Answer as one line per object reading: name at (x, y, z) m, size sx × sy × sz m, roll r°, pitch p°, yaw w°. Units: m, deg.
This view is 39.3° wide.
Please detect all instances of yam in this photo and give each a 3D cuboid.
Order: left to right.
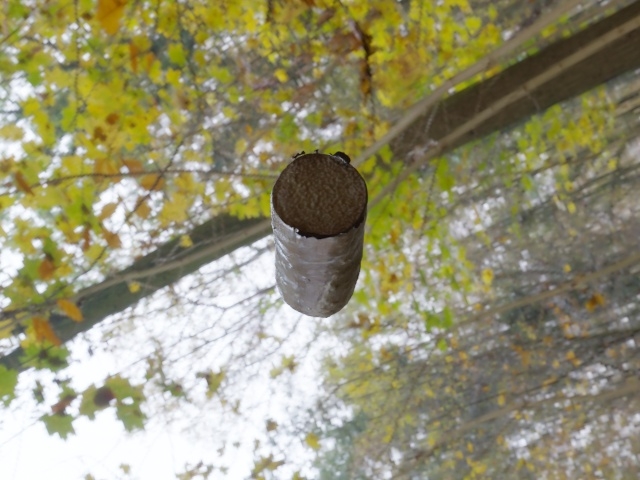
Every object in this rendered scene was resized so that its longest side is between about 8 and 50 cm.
yam at (-0.002, -0.002, 0.722) m, size 0.127 × 0.084 × 0.084 m, roll 97°, pitch 172°, yaw -55°
